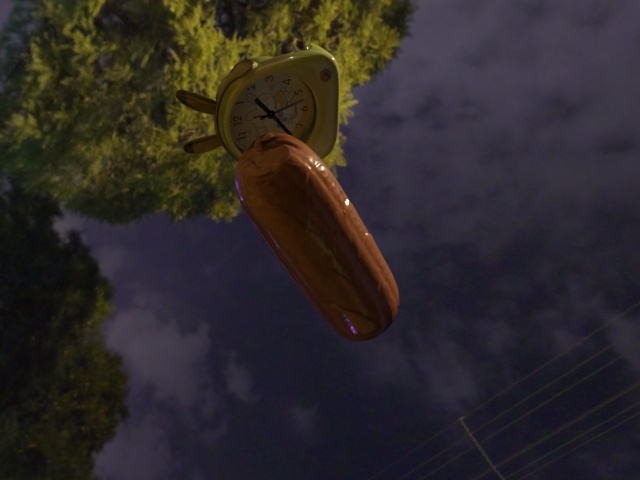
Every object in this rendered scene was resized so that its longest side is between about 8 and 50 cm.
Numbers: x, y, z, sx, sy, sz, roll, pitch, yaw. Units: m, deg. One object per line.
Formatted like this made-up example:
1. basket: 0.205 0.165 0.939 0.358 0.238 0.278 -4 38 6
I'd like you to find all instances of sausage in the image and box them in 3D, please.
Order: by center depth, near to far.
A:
1. sausage: -0.001 -0.001 0.719 0.121 0.304 0.121 -26 -151 16

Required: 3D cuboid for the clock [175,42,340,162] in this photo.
1. clock: -0.085 -0.185 0.794 0.069 0.231 0.170 -126 -150 -45
